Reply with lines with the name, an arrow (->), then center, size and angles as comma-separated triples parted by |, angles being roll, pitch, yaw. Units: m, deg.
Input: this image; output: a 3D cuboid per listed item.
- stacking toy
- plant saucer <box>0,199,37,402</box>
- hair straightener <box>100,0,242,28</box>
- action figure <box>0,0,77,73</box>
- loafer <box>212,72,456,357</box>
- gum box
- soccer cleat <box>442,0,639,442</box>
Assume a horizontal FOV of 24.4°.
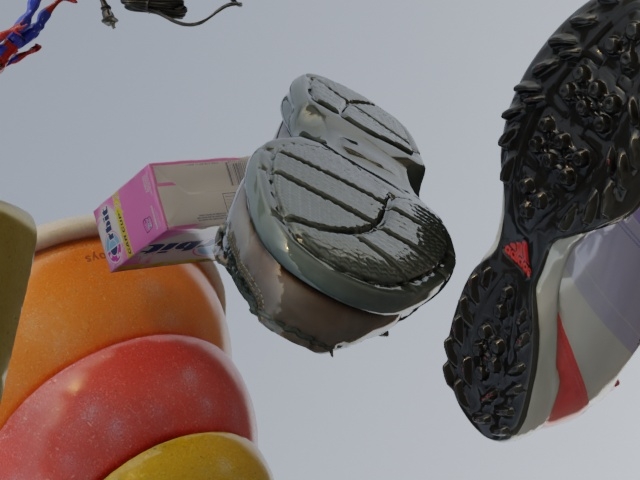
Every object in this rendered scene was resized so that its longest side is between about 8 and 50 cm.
stacking toy -> -0.157, 0.237, 1.327 | 0.351, 0.480, 0.350 | -21, -42, -20
plant saucer -> -0.338, 0.068, 0.774 | 0.081, 0.333, 0.332 | 111, 167, -54
hair straightener -> -0.195, -0.249, 1.505 | 0.047, 0.230, 0.089 | 97, -177, -72
action figure -> -0.258, -0.175, 1.269 | 0.115, 0.030, 0.038 | -47, -31, -8
loafer -> 0.000, 0.000, 0.656 | 0.084, 0.096, 0.267 | -58, 7, 18
gum box -> -0.087, -0.026, 1.301 | 0.188, 0.107, 0.062 | -6, -107, -37
soccer cleat -> 0.166, -0.014, 0.875 | 0.116, 0.108, 0.318 | -11, -47, -30
